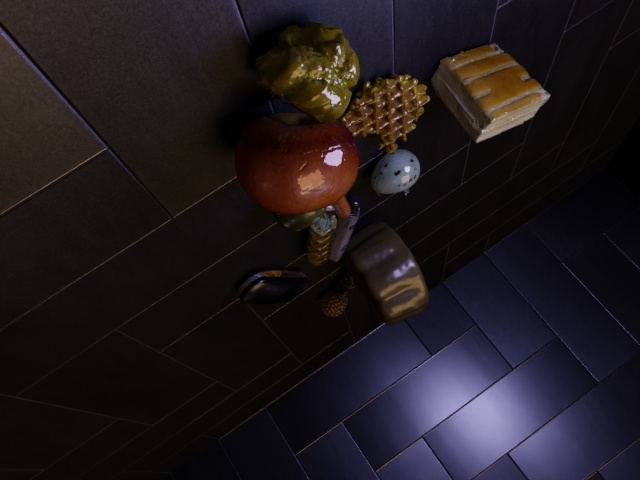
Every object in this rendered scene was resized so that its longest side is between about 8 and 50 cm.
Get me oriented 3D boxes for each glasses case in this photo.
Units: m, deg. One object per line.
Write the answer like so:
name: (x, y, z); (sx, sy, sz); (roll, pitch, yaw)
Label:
glasses case: (-0.159, 0.163, 2.021); (0.122, 0.082, 0.321); (-47, 154, 21)

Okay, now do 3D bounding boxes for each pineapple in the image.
pineapple: (0.107, 0.205, 2.453); (0.130, 0.119, 0.277); (7, 133, -34)

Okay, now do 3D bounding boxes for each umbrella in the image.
umbrella: (0.075, -0.038, 1.982); (0.337, 0.073, 0.067); (109, -2, -54)

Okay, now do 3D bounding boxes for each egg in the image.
egg: (0.231, -0.209, 1.805); (0.164, 0.131, 0.131); (-36, 161, 28)

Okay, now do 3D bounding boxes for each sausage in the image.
sausage: (0.037, -0.147, 1.713); (0.053, 0.053, 0.348); (-36, 153, -2)

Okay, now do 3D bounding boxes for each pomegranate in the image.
pomegranate: (-0.040, -0.101, 1.615); (0.152, 0.131, 0.191); (-28, 170, 38)

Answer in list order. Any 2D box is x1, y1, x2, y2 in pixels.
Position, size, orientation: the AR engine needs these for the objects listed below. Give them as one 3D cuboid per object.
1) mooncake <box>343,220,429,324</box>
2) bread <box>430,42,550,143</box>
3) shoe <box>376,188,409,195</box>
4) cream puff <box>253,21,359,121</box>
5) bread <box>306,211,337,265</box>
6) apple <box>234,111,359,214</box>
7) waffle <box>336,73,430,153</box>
mooncake: (0.230, 0.133, 2.165); (0.201, 0.378, 0.378); (-27, 156, -7)
bread: (0.462, -0.417, 1.596); (0.246, 0.239, 0.111); (-23, 160, -26)
shoe: (0.258, -0.191, 1.912); (0.071, 0.099, 0.169); (-9, 146, -53)
cream puff: (-0.009, -0.337, 1.155); (0.195, 0.194, 0.221); (-44, 161, 17)
bread: (0.000, -0.001, 1.928); (0.087, 0.098, 0.269); (9, 151, 1)
apple: (-0.054, -0.173, 1.284); (0.272, 0.252, 0.206); (-22, 129, -43)
waffle: (0.156, -0.333, 1.537); (0.293, 0.069, 0.259); (-11, 144, -42)
